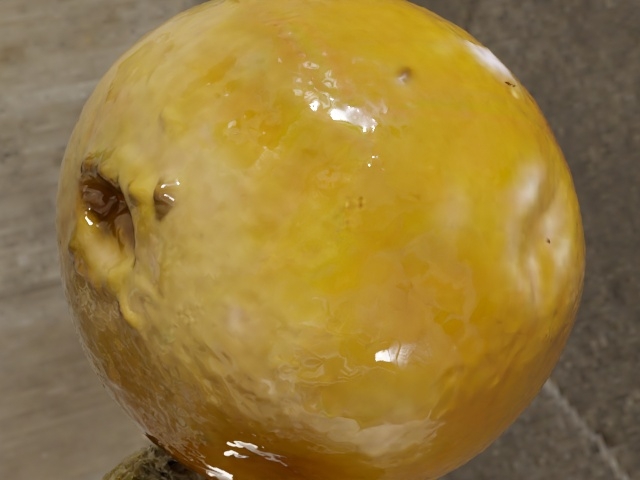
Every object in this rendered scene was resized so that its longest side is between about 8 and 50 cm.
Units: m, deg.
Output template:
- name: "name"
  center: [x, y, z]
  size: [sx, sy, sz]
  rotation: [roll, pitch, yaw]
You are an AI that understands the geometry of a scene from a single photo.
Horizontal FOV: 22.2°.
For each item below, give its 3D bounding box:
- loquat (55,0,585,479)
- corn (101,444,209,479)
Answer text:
- name: "loquat"
  center: [0.000, 0.000, 0.987]
  size: [0.328, 0.328, 0.328]
  rotation: [40, 137, 51]
- name: "corn"
  center: [-0.145, 0.242, 1.140]
  size: [0.262, 0.097, 0.097]
  rotation: [-59, 43, 18]
